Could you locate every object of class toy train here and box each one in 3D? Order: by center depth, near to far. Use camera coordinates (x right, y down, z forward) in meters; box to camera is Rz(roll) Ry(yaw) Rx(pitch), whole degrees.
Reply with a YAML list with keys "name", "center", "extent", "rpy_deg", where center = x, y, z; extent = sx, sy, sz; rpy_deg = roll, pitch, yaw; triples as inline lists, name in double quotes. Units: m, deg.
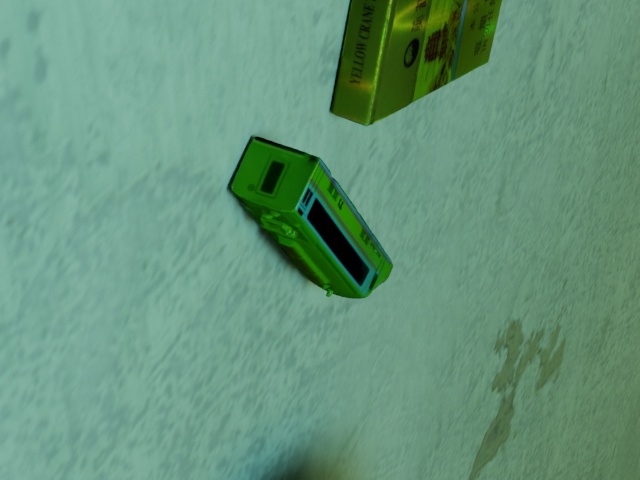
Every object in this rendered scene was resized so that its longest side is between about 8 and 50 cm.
- name: "toy train"
  center: [0.000, 0.000, 0.993]
  extent: [0.042, 0.044, 0.209]
  rpy_deg: [-65, 158, -12]

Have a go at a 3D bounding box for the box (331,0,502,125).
- name: "box"
  center: [0.072, -0.154, 1.046]
  extent: [0.193, 0.030, 0.121]
  rpy_deg: [-33, 139, -57]
